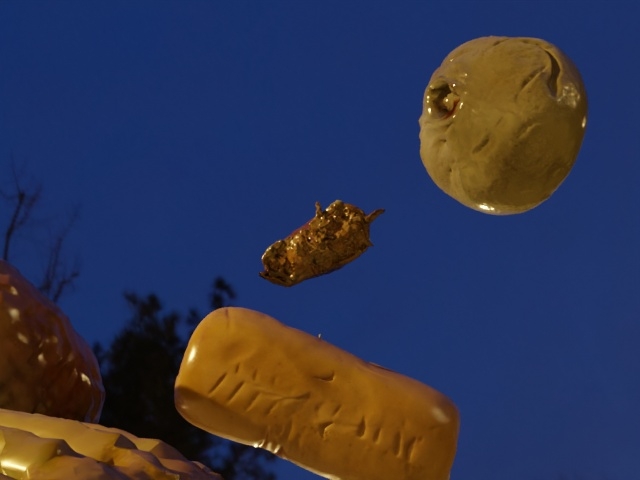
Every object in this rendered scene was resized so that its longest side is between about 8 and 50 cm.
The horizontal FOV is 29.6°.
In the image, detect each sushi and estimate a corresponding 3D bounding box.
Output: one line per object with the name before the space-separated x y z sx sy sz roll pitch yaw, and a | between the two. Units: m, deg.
sushi | 0.002 0.003 1.044 0.118 0.060 0.061 -43 -89 -1

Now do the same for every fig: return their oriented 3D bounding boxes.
fig | -0.393 0.171 1.111 0.369 0.286 0.286 -43 -48 -26

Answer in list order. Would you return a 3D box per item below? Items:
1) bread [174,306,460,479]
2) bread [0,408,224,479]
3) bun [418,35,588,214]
bread | 0.002 0.169 1.257 0.305 0.142 0.091 22 -24 3
bread | -0.117 0.151 0.359 0.240 0.139 0.240 -34 -37 -30
bun | 0.156 -0.115 1.120 0.113 0.173 0.166 15 -66 -34
